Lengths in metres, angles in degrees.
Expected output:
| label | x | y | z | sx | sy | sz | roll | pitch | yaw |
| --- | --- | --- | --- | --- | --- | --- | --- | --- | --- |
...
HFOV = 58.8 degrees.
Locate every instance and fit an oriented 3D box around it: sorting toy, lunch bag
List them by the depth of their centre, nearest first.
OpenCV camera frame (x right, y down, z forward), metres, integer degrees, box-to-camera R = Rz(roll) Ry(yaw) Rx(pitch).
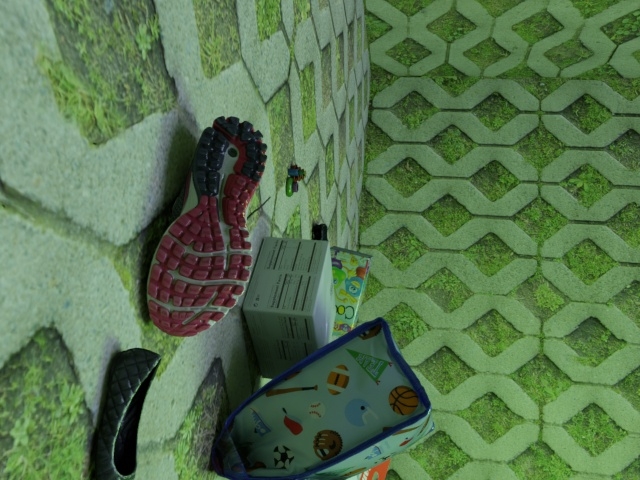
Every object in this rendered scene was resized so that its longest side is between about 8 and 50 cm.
| label | x | y | z | sx | sy | sz | roll | pitch | yaw |
| --- | --- | --- | --- | --- | --- | --- | --- | --- | --- |
| lunch bag | 0.015 | 0.362 | 1.098 | 0.238 | 0.386 | 0.328 | 62 | -2 | 27 |
| sorting toy | -0.058 | -0.156 | 1.442 | 0.061 | 0.042 | 0.102 | 83 | 14 | -48 |

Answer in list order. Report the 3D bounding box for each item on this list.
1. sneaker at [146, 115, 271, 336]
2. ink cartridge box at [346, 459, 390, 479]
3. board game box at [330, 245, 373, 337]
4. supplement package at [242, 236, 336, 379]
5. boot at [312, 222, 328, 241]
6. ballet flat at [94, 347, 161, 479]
| label | x | y | z | sx | sy | sz | roll | pitch | yaw |
| --- | --- | --- | --- | --- | --- | --- | --- | --- | --- |
| sneaker | -0.146 | -0.014 | 0.763 | 0.112 | 0.121 | 0.299 | -34 | -142 | 63 |
| ink cartridge box | 0.126 | 0.625 | 1.643 | 0.384 | 0.091 | 0.308 | 62 | 33 | -22 |
| board game box | 0.071 | 0.171 | 1.900 | 0.142 | 0.144 | 0.275 | -14 | 117 | -80 |
| supplement package | -0.057 | 0.154 | 1.239 | 0.261 | 0.145 | 0.204 | 85 | 13 | -46 |
| boot | 0.001 | 0.000 | 1.854 | 0.099 | 0.045 | 0.121 | -38 | 128 | -77 |
| ballet flat | -0.210 | 0.204 | 0.618 | 0.057 | 0.049 | 0.173 | 42 | 52 | -77 |
